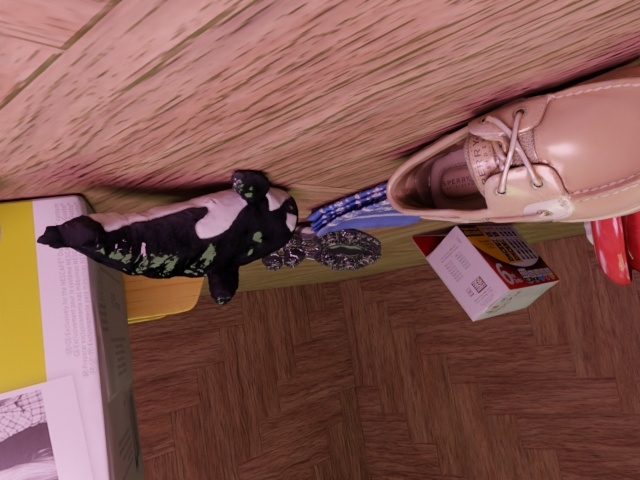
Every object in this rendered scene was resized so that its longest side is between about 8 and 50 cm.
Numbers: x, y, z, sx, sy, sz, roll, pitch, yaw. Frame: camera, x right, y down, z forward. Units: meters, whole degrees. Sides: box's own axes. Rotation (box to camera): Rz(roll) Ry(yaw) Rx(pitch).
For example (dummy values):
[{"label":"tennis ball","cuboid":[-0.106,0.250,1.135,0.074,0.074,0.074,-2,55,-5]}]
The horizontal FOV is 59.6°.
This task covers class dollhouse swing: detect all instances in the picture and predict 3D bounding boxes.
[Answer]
[{"label":"dollhouse swing","cuboid":[-0.342,0.183,1.003,0.315,0.305,0.347,-6,172,-25]}]

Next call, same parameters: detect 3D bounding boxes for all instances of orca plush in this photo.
[{"label":"orca plush","cuboid":[-0.107,0.009,0.546,0.151,0.102,0.287,-32,168,21]}]

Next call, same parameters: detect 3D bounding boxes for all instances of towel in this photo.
[{"label":"towel","cuboid":[0.170,-0.061,0.761,0.243,0.040,0.336,-4,172,-40]}]

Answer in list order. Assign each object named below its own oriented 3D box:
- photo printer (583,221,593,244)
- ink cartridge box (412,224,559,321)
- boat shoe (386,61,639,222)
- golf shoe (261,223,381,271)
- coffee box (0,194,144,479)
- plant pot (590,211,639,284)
[{"label":"photo printer","cuboid":[0.855,-0.054,1.447,0.307,0.107,0.256,-3,170,-43]},{"label":"ink cartridge box","cuboid":[0.429,0.049,1.453,0.309,0.272,0.130,-2,140,-47]},{"label":"boat shoe","cuboid":[0.165,-0.063,0.461,0.098,0.109,0.302,-7,179,-26]},{"label":"golf shoe","cuboid":[0.000,0.000,0.915,0.198,0.077,0.094,2,-156,-1]},{"label":"coffee box","cuboid":[-0.392,0.164,0.609,0.334,0.338,0.337,-7,172,-15]},{"label":"plant pot","cuboid":[0.358,-0.042,0.540,0.174,0.191,0.191,-7,175,29]}]
